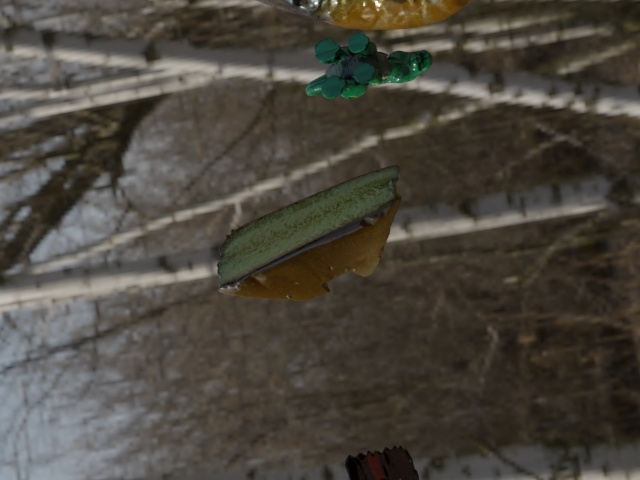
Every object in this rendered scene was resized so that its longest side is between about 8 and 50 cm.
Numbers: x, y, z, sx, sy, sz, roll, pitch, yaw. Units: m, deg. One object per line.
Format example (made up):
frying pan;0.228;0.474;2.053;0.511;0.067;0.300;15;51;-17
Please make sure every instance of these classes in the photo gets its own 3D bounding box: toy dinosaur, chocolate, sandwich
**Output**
toy dinosaur;0.040;-0.164;1.299;0.096;0.132;0.059;6;-108;-58
chocolate;0.076;0.229;0.921;0.086;0.028;0.182;4;-126;-52
sandwich;0.000;0.000;1.516;0.088;0.244;0.090;46;-154;-46

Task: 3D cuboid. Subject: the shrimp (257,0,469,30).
shrimp;-0.024;-0.361;1.507;0.272;0.445;0.085;92;-174;-48
